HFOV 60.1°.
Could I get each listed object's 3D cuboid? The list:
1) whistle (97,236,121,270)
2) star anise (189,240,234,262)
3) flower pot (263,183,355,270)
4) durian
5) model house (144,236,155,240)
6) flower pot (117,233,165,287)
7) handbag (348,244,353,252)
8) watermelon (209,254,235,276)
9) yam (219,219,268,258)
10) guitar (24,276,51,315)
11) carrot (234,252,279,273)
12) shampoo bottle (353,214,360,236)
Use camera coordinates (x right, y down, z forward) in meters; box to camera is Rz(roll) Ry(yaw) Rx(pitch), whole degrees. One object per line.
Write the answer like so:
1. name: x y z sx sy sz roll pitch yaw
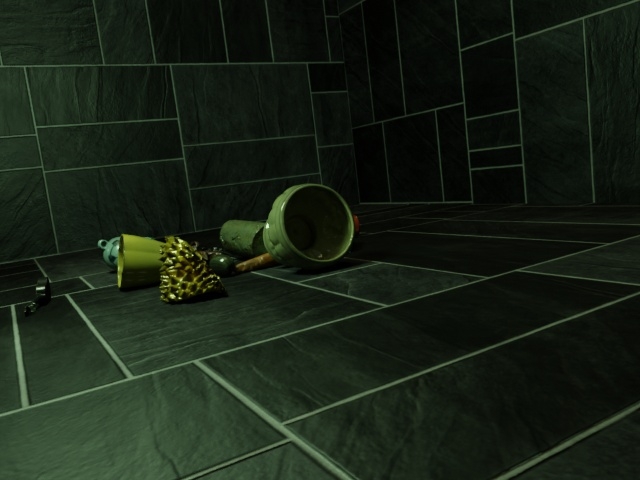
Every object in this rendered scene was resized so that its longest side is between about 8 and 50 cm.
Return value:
1. whistle: -0.832 0.073 2.406 0.290 0.163 0.163 34 -19 -34
2. star anise: -0.497 0.051 2.280 0.272 0.102 0.272 -9 3 0
3. flower pot: -0.056 -0.037 1.911 0.307 0.307 0.244 -11 -5 -30
4. durian: -0.422 0.079 1.685 0.185 0.195 0.305 -18 14 -27
5. model house: -0.708 0.077 2.218 0.119 0.148 0.148 -3 20 -3
6. flower pot: -0.620 0.076 1.966 0.179 0.195 0.195 4 2 -26
7. handbag: -0.001 -0.004 2.266 0.269 0.100 0.274 -6 8 11
8. watermelon: -0.350 0.089 1.954 0.111 0.078 0.078 -8 5 42
9. yam: -0.282 -0.005 2.261 0.161 0.161 0.268 -14 16 -43
10. guitar: -0.913 0.186 1.794 0.038 0.084 0.271 -7 13 -16
11. carrot: -0.226 0.082 2.019 0.210 0.061 0.061 -18 12 -34
12. shampoo bottle: 0.037 -0.049 2.561 0.278 0.104 0.104 -9 8 -16
